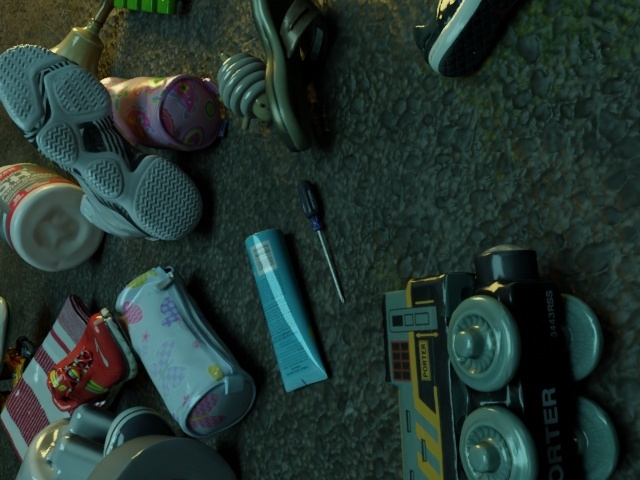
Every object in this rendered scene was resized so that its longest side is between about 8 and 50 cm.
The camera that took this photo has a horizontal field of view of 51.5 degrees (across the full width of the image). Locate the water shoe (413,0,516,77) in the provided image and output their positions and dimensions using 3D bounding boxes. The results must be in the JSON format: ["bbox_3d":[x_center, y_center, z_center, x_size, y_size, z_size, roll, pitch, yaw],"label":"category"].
[{"bbox_3d":[0.159,-0.261,0.649,0.203,0.073,0.080,-54,48,29],"label":"water shoe"}]

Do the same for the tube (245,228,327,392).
[{"bbox_3d":[-0.047,0.088,0.864,0.080,0.052,0.207,-33,68,46],"label":"tube"}]

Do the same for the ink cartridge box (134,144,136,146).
[{"bbox_3d":[-0.384,-0.224,1.257,0.089,0.052,0.122,10,95,47],"label":"ink cartridge box"}]

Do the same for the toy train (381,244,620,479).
[{"bbox_3d":[0.147,0.175,0.585,0.190,0.142,0.333,-16,76,58],"label":"toy train"}]

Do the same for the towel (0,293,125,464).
[{"bbox_3d":[-0.513,0.301,1.291,0.237,0.037,0.329,43,105,34],"label":"towel"}]

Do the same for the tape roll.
[{"bbox_3d":[-0.213,0.374,0.887,0.072,0.219,0.219,-11,78,46],"label":"tape roll"}]

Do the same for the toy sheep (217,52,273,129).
[{"bbox_3d":[-0.103,-0.214,0.924,0.132,0.091,0.091,47,122,18],"label":"toy sheep"}]

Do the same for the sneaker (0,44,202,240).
[{"bbox_3d":[-0.361,-0.127,1.046,0.137,0.366,0.210,-53,16,-25],"label":"sneaker"}]

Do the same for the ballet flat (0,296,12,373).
[{"bbox_3d":[-0.777,0.314,1.454,0.139,0.139,0.400,30,108,45],"label":"ballet flat"}]

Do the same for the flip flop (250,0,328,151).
[{"bbox_3d":[-0.028,-0.248,0.842,0.080,0.112,0.276,-13,73,20],"label":"flip flop"}]

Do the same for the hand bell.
[{"bbox_3d":[-0.442,-0.441,1.323,0.242,0.126,0.126,-55,49,14],"label":"hand bell"}]

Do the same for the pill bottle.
[{"bbox_3d":[-0.590,-0.063,1.375,0.319,0.176,0.176,23,103,46],"label":"pill bottle"}]

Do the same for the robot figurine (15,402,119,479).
[{"bbox_3d":[-0.418,0.441,1.120,0.353,0.200,0.300,-61,6,23],"label":"robot figurine"}]

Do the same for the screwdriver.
[{"bbox_3d":[0.000,0.000,0.834,0.024,0.025,0.169,-35,61,40],"label":"screwdriver"}]

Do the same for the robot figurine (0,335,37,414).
[{"bbox_3d":[-0.677,0.324,1.502,0.291,0.085,0.210,-14,77,47],"label":"robot figurine"}]

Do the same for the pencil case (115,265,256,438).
[{"bbox_3d":[-0.200,0.156,0.974,0.124,0.114,0.273,-53,49,12],"label":"pencil case"}]

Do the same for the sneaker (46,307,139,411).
[{"bbox_3d":[-0.374,0.209,1.061,0.107,0.118,0.279,54,140,18],"label":"sneaker"}]

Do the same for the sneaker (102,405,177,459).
[{"bbox_3d":[-0.239,0.412,0.985,0.128,0.126,0.320,3,99,53],"label":"sneaker"}]

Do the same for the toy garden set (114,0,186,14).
[{"bbox_3d":[-0.298,-0.514,1.184,0.244,0.049,0.203,28,117,47],"label":"toy garden set"}]

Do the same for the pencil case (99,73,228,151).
[{"bbox_3d":[-0.274,-0.213,1.091,0.284,0.124,0.124,12,95,47],"label":"pencil case"}]
